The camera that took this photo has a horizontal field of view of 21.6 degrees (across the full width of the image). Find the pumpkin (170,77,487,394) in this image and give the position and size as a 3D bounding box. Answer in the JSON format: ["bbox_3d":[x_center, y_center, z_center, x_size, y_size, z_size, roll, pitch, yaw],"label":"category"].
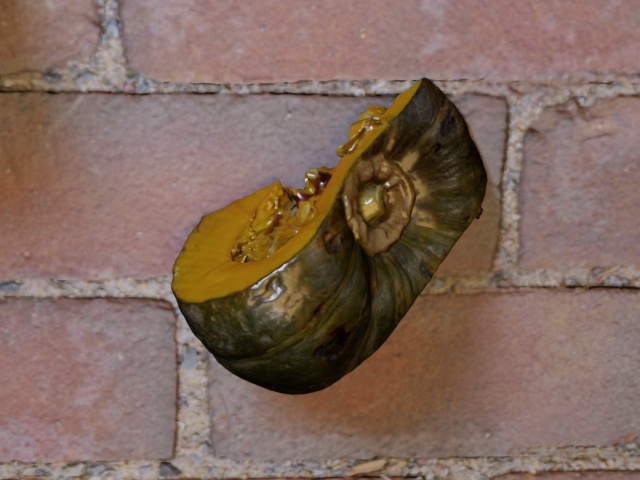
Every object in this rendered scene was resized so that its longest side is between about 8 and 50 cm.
[{"bbox_3d":[0.001,0.001,1.464,0.139,0.190,0.280,51,62,-24],"label":"pumpkin"}]
